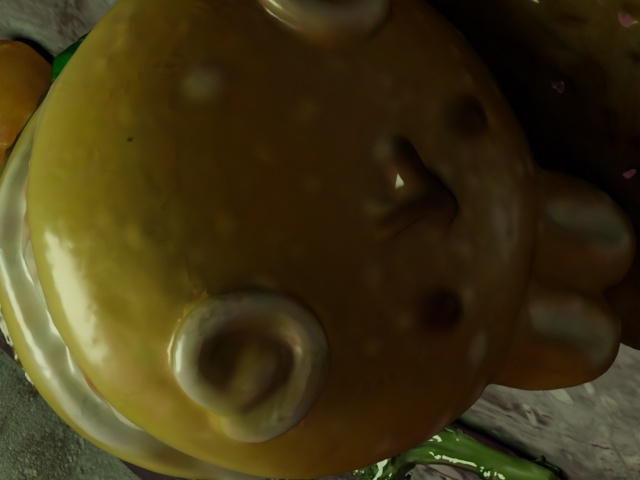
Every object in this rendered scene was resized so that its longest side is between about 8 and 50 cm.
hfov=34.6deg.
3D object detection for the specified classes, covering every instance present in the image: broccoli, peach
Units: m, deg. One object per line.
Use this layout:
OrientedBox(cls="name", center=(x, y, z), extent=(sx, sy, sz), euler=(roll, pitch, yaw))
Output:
OrientedBox(cls="broccoli", center=(0.118, 0.196, 0.939), extent=(0.204, 0.122, 0.118), euler=(10, 155, 29))
OrientedBox(cls="peach", center=(-0.314, -0.129, 1.037), extent=(0.138, 0.138, 0.138), euler=(35, 153, 20))

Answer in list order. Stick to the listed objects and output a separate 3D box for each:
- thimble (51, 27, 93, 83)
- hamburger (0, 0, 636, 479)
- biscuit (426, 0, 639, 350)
OrientedBox(cls="thimble", center=(-0.157, -0.121, 0.851), extent=(0.118, 0.090, 0.130), euler=(42, 155, 9))
OrientedBox(cls="hamburger", center=(0.000, 0.000, 0.515), extent=(0.303, 0.261, 0.186), euler=(31, 157, -23))
OrientedBox(cls="biscuit", center=(0.138, -0.060, 0.547), extent=(0.359, 0.046, 0.359), euler=(34, 154, 19))
